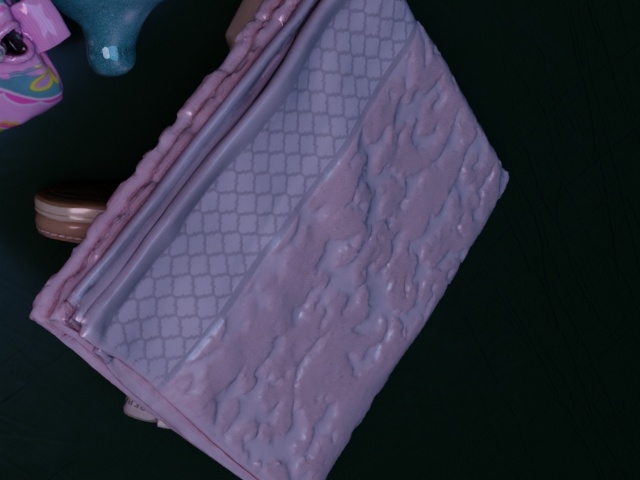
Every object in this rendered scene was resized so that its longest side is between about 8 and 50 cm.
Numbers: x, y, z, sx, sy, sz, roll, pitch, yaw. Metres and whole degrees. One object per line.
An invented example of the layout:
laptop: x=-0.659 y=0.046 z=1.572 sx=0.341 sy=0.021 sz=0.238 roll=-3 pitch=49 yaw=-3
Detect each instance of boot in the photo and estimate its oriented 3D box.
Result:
boot: x=-0.116 y=0.050 z=0.732 sx=0.213 sy=0.077 sz=0.165 roll=10 pitch=103 yaw=-42

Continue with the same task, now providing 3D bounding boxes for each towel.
towel: x=0.000 y=0.000 z=0.730 sx=0.331 sy=0.053 sz=0.317 roll=-55 pitch=141 yaw=-14

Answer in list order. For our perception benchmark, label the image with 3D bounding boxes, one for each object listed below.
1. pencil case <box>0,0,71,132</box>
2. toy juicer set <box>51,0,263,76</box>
pencil case: x=-0.278 y=-0.063 z=0.565 sx=0.284 sy=0.124 sz=0.124 roll=-34 pitch=122 yaw=-15
toy juicer set: x=-0.103 y=-0.216 z=0.636 sx=0.209 sy=0.090 sz=0.329 roll=-53 pitch=140 yaw=-36
